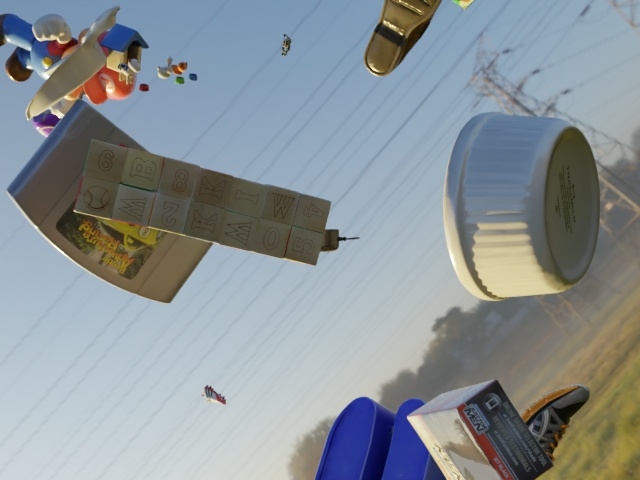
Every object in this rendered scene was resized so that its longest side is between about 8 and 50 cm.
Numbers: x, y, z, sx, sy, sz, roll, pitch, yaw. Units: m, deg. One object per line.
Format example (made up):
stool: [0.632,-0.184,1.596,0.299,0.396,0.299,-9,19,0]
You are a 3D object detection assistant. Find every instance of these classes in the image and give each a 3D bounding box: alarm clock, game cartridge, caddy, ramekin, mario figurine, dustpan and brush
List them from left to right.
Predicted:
mario figurine: [-0.464,-0.301,1.298,0.198,0.320,0.170,4,-78,-61]
dustpan and brush: [-0.346,-0.268,1.081,0.211,0.060,0.147,-21,28,31]
game cartridge: [-0.297,-0.041,1.106,0.196,0.294,0.060,-54,28,-7]
alarm clock: [0.000,0.000,1.789,0.192,0.064,0.129,-3,0,10]
caddy: [0.130,0.437,1.308,0.179,0.241,0.341,48,-130,-38]
ramekin: [0.288,-0.047,1.026,0.273,0.127,0.273,-1,-88,-51]

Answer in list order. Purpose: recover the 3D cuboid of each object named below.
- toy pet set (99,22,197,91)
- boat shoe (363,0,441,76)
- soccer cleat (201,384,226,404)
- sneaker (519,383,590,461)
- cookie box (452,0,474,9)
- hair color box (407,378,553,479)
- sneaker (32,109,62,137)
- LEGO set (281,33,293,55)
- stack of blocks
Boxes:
toy pet set: [-0.261,-0.280,1.121,0.122,0.114,0.065,-32,-39,-53]
boat shoe: [0.195,-0.506,1.640,0.104,0.111,0.307,-46,-4,-46]
soccer cleat: [-0.263,0.388,1.834,0.029,0.083,0.035,32,-93,-53]
sneaker: [0.318,0.292,1.095,0.215,0.083,0.084,-45,-28,12]
cookie box: [0.189,-0.409,1.104,0.040,0.107,0.092,-37,33,51]
hair color box: [0.152,0.198,0.743,0.053,0.093,0.167,-30,-10,-17]
sneaker: [-0.557,-0.204,1.757,0.102,0.146,0.293,-9,-17,22]
LEGO set: [-0.083,-0.489,1.866,0.083,0.023,0.054,-116,29,-74]
stack of blocks: [-0.155,-0.045,0.963,0.171,0.297,0.087,-170,94,-75]
